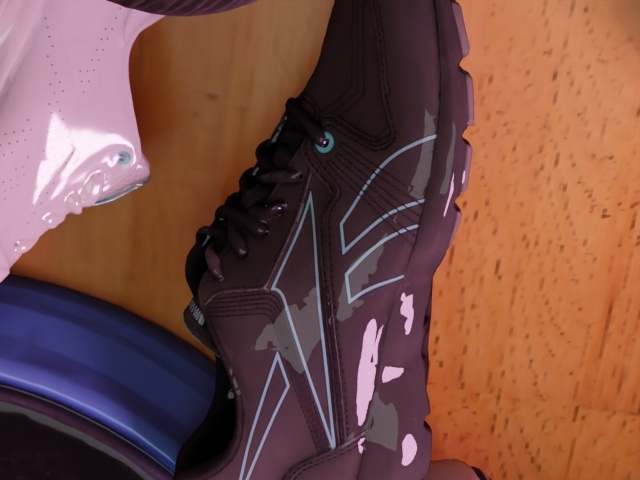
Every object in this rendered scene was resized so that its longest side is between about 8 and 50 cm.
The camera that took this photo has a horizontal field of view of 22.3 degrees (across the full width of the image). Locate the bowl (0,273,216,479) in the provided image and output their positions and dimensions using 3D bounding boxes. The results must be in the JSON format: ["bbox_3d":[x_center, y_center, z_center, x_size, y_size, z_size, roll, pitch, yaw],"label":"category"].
[{"bbox_3d":[-0.179,0.205,0.797,0.391,0.077,0.391,1,112,4],"label":"bowl"}]

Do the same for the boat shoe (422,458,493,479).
[{"bbox_3d":[0.086,0.227,0.784,0.094,0.109,0.302,-8,121,-6],"label":"boat shoe"}]

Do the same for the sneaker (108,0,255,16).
[{"bbox_3d":[-0.126,-0.283,0.536,0.447,0.257,0.169,41,134,-3],"label":"sneaker"}]

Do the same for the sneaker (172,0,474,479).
[{"bbox_3d":[0.000,0.000,0.673,0.106,0.101,0.267,4,102,-8],"label":"sneaker"}]

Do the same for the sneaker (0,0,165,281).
[{"bbox_3d":[-0.121,-0.028,0.681,0.094,0.080,0.212,22,90,-20],"label":"sneaker"}]
